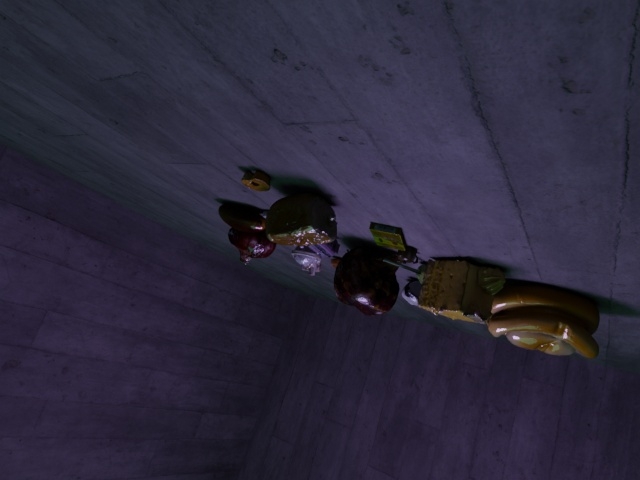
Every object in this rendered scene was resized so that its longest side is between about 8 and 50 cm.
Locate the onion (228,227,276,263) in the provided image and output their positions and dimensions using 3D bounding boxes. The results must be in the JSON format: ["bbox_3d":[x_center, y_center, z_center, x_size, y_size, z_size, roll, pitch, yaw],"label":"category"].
[{"bbox_3d":[-0.340,0.011,2.176,0.252,0.219,0.252,23,174,3],"label":"onion"}]

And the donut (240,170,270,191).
[{"bbox_3d":[-0.221,-0.209,1.535,0.108,0.043,0.097,7,162,34],"label":"donut"}]

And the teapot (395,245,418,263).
[{"bbox_3d":[0.360,0.066,1.813,0.121,0.068,0.076,26,164,-29],"label":"teapot"}]

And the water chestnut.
[{"bbox_3d":[0.236,0.170,1.975,0.347,0.335,0.335,-29,139,30],"label":"water chestnut"}]

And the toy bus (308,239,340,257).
[{"bbox_3d":[0.000,0.000,1.963,0.108,0.096,0.199,4,158,32],"label":"toy bus"}]

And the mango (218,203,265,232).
[{"bbox_3d":[-0.357,-0.097,2.007,0.267,0.111,0.133,20,-173,24],"label":"mango"}]

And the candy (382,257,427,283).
[{"bbox_3d":[0.380,0.121,1.880,0.335,0.093,0.092,18,170,-36],"label":"candy"}]

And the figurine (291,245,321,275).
[{"bbox_3d":[-0.070,0.092,2.303,0.162,0.141,0.237,9,164,14],"label":"figurine"}]

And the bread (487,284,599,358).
[{"bbox_3d":[0.902,0.336,1.806,0.424,0.245,0.329,11,165,11],"label":"bread"}]

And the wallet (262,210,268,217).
[{"bbox_3d":[-0.178,-0.085,1.985,0.095,0.033,0.190,7,163,32],"label":"wallet"}]

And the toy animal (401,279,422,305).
[{"bbox_3d":[0.518,0.286,2.323,0.166,0.138,0.179,33,163,9],"label":"toy animal"}]

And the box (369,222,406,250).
[{"bbox_3d":[0.266,-0.012,1.712,0.121,0.030,0.193,13,166,21],"label":"box"}]

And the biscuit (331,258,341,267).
[{"bbox_3d":[0.179,0.163,2.473,0.283,0.043,0.306,18,168,-6],"label":"biscuit"}]

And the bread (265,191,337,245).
[{"bbox_3d":[-0.058,-0.079,1.571,0.246,0.176,0.195,-8,165,30],"label":"bread"}]

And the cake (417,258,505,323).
[{"bbox_3d":[0.578,0.205,1.757,0.222,0.227,0.286,21,169,-29],"label":"cake"}]
